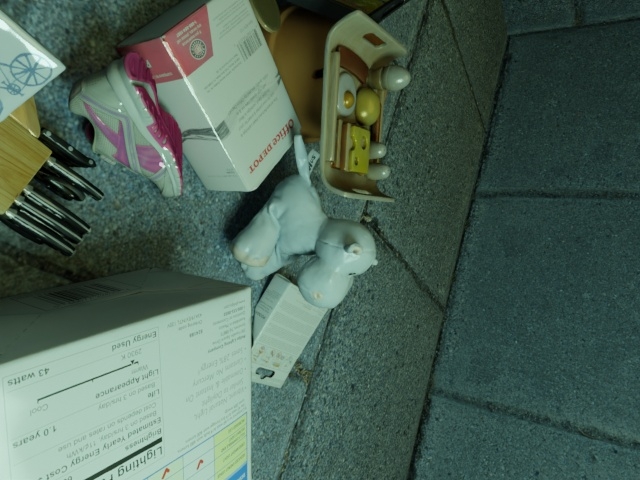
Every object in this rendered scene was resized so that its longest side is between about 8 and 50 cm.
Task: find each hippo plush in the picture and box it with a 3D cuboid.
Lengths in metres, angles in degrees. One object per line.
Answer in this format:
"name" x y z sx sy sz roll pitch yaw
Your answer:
"hippo plush" 0.000 0.000 0.942 0.294 0.237 0.234 -57 164 4

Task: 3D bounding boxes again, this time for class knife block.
"knife block" -0.391 -0.078 0.526 0.276 0.088 0.241 -23 114 -54

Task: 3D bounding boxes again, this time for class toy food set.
"toy food set" 0.097 -0.226 0.875 0.220 0.093 0.305 -5 98 -59

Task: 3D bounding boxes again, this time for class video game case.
"video game case" 0.025 -0.514 0.947 0.248 0.275 0.035 -51 164 -41

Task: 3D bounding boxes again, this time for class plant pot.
"plant pot" 0.010 -0.351 1.000 0.291 0.204 0.290 -12 105 -55

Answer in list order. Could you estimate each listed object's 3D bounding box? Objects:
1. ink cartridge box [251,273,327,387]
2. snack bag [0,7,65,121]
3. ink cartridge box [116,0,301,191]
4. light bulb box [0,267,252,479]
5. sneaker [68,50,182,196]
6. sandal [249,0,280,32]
"ink cartridge box" -0.095 0.211 1.091 0.232 0.066 0.189 -56 143 -4
"snack bag" -0.432 -0.155 0.321 0.323 0.037 0.342 -36 137 2
"ink cartridge box" -0.169 -0.251 0.814 0.207 0.117 0.282 -58 139 -35
"light bulb box" -0.283 0.251 0.622 0.358 0.226 0.360 -12 106 -57
"sneaker" -0.274 -0.153 0.697 0.252 0.112 0.102 80 -1 -55
"sandal" -0.147 -0.460 0.856 0.088 0.079 0.239 -11 80 -58
